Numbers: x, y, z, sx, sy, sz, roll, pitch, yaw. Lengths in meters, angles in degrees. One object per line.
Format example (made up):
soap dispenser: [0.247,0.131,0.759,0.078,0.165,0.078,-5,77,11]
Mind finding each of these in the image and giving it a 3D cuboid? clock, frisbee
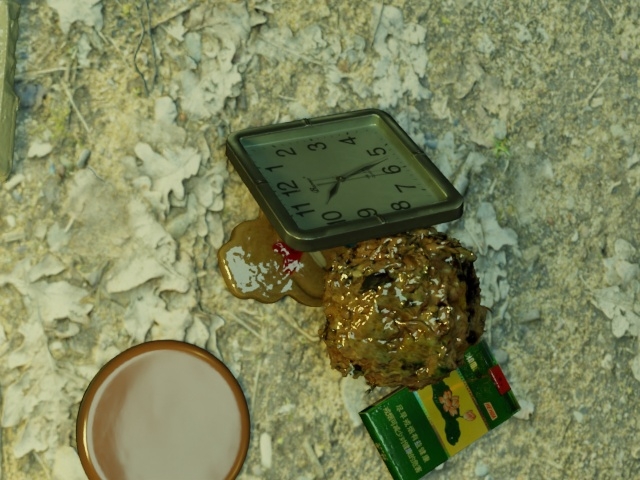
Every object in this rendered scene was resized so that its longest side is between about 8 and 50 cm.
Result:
clock: [0.032,-0.088,1.684,0.279,0.049,0.273,-12,42,-22]
frisbee: [-0.215,0.263,1.635,0.250,0.021,0.251,3,81,-22]

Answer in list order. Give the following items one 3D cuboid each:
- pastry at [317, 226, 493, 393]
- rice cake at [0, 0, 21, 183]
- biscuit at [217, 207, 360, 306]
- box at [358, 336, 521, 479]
pastry: [0.124,0.104,1.664,0.275,0.275,0.193,-3,39,-21]
rice cake: [-0.441,-0.208,1.602,0.057,0.052,0.256,13,76,-49]
biscuit: [0.004,0.009,1.745,0.319,0.047,0.183,6,83,-21]
box: [0.184,0.259,1.780,0.235,0.034,0.132,-30,93,-22]
